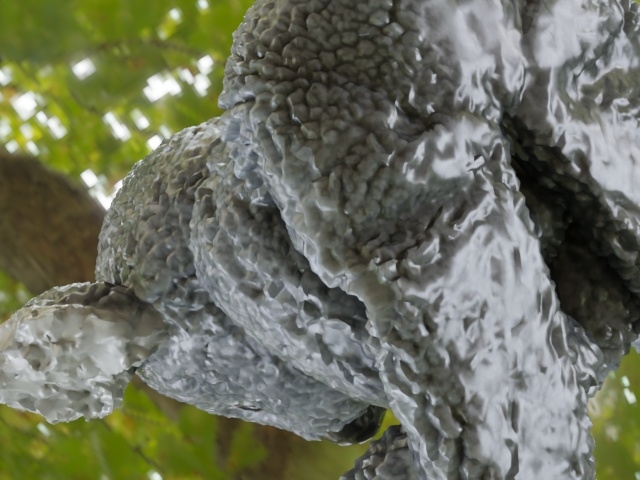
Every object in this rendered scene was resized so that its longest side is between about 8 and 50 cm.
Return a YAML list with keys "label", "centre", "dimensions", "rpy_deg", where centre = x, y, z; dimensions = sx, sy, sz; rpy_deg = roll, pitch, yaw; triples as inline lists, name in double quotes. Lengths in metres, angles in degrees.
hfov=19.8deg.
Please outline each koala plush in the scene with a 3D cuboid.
- label: "koala plush"
  centre: [0.000, 0.000, 0.628]
  dimensions: [0.221, 0.203, 0.196]
  rpy_deg: [-13, -158, 48]
